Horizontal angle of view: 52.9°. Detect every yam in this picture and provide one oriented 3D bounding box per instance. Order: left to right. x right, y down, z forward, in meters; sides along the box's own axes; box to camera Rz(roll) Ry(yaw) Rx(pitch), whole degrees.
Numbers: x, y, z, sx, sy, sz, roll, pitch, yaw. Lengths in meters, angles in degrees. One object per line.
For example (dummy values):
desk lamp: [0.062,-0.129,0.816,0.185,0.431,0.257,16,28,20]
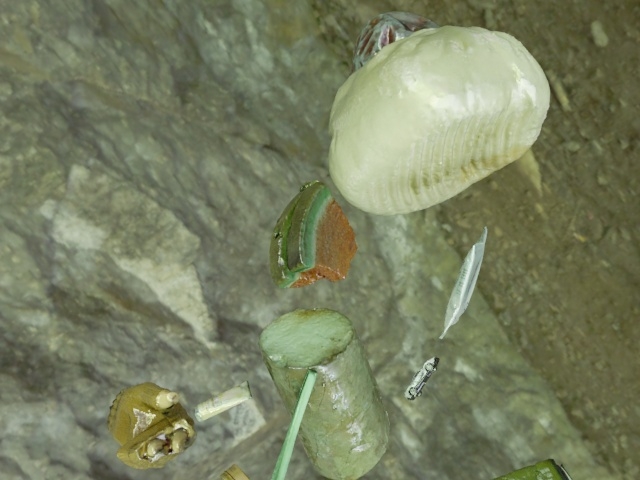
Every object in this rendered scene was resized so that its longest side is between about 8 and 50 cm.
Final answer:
yam: [0.013,0.239,1.022,0.268,0.161,0.161,68,173,-31]

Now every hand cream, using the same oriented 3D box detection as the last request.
hand cream: [-0.231,0.383,1.522,0.039,0.143,0.061,65,176,-31]

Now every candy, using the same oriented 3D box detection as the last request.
candy: [-0.055,0.331,0.941,0.092,0.335,0.093,12,-159,-14]

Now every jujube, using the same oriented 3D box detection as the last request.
jujube: [0.151,-0.298,1.299,0.226,0.226,0.317,55,149,32]

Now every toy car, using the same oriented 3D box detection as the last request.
toy car: [0.182,0.246,1.156,0.025,0.093,0.041,31,174,25]

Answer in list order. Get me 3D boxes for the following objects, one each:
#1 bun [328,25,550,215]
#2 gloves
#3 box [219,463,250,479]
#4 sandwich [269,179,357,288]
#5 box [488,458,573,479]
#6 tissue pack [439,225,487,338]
bun: [0.171,-0.200,1.046,0.365,0.365,0.219,55,-167,-66]
gloves: [-0.405,0.449,1.561,0.155,0.203,0.356,24,169,-28]
box: [-0.150,0.484,1.243,0.105,0.037,0.105,42,153,27]
sandwich: [-0.011,0.001,1.524,0.212,0.292,0.109,48,139,-14]
box: [0.252,0.592,1.107,0.138,0.420,0.373,-108,-1,-54]
tissue pack: [0.260,0.074,1.153,0.026,0.193,0.122,22,-162,20]
